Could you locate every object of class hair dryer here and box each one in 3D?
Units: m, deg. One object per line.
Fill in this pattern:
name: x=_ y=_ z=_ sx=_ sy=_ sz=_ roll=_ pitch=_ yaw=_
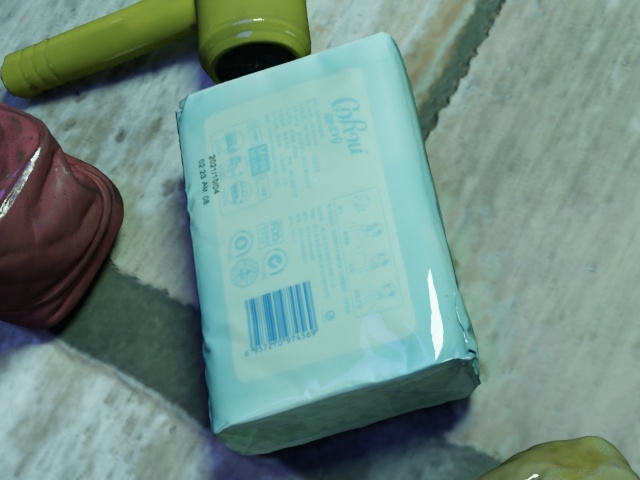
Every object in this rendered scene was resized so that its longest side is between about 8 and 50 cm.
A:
hair dryer: x=-0.141 y=-0.165 z=0.916 sx=0.279 sy=0.090 sz=0.135 roll=-17 pitch=63 yaw=20

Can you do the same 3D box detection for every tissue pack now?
tissue pack: x=0.000 y=0.000 z=0.776 sx=0.177 sy=0.089 sz=0.263 roll=-17 pitch=59 yaw=11

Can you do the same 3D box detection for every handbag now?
handbag: x=-0.271 y=-0.030 z=0.866 sx=0.225 sy=0.135 sz=0.146 roll=17 pitch=74 yaw=31

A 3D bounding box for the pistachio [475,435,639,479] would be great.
pistachio: x=0.125 y=0.198 z=0.626 sx=0.124 sy=0.124 sz=0.184 roll=17 pitch=89 yaw=26
